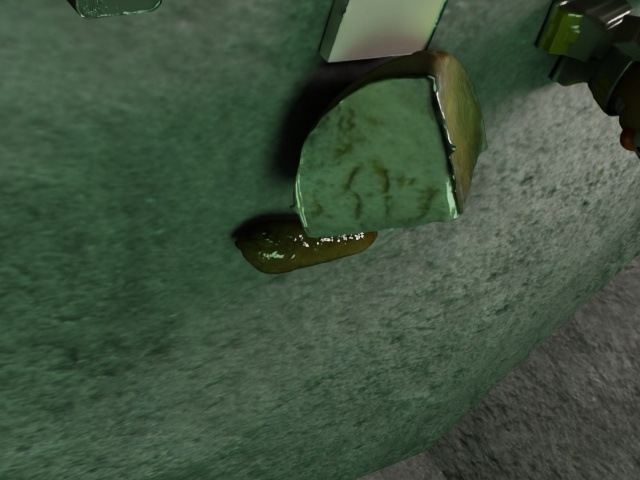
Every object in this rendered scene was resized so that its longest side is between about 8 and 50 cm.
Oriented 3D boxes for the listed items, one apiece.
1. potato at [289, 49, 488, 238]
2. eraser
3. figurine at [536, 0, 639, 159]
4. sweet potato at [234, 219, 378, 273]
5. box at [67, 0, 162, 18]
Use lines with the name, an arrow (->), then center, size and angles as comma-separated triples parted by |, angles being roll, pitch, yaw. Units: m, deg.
potato -> 0.090, -0.144, 0.828 | 0.264, 0.211, 0.189 | -53, 131, -54
eraser -> 0.075, -0.249, 0.721 | 0.150, 0.023, 0.104 | -16, 144, -33
figurine -> 0.458, -0.220, 0.916 | 0.342, 0.285, 0.167 | -5, 136, -47
sweet potato -> 0.000, 0.000, 0.952 | 0.273, 0.075, 0.075 | -9, 141, -42
box -> -0.155, -0.220, 0.462 | 0.084, 0.069, 0.122 | -19, 147, -28
